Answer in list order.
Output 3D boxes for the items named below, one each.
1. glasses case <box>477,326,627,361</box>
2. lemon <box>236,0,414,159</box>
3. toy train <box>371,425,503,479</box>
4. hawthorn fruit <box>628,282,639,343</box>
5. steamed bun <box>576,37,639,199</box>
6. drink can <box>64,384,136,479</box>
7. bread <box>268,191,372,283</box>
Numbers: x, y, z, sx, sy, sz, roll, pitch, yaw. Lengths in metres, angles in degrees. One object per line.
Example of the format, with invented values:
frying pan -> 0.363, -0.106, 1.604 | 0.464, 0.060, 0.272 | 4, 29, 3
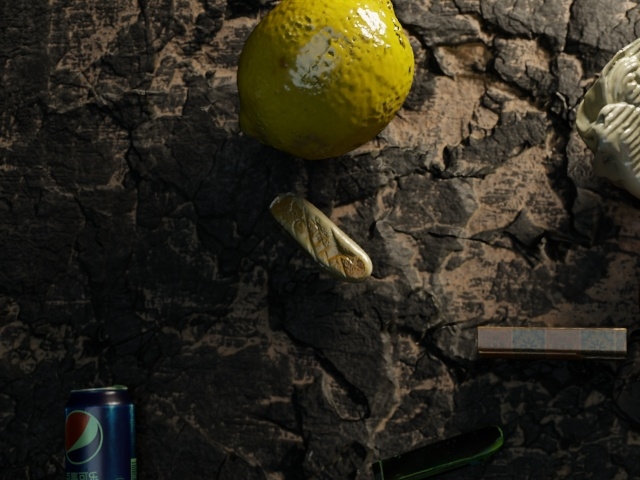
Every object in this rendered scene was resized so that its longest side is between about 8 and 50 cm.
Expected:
glasses case -> 0.350, 0.157, 1.550 | 0.218, 0.075, 0.049 | -1, 84, 14
lemon -> 0.003, -0.260, 1.605 | 0.310, 0.258, 0.258 | -38, 75, 3
toy train -> 0.186, 0.339, 1.580 | 0.209, 0.042, 0.044 | -20, 56, 9
hawthorn fruit -> 0.588, 0.102, 1.395 | 0.315, 0.316, 0.316 | -2, 81, 14
steamed bun -> 0.476, -0.170, 1.537 | 0.218, 0.144, 0.211 | 40, 79, -10
drink can -> -0.361, 0.343, 1.679 | 0.118, 0.118, 0.205 | -6, 79, 13
bread -> -0.001, -0.001, 1.673 | 0.214, 0.053, 0.073 | 41, 90, 19
